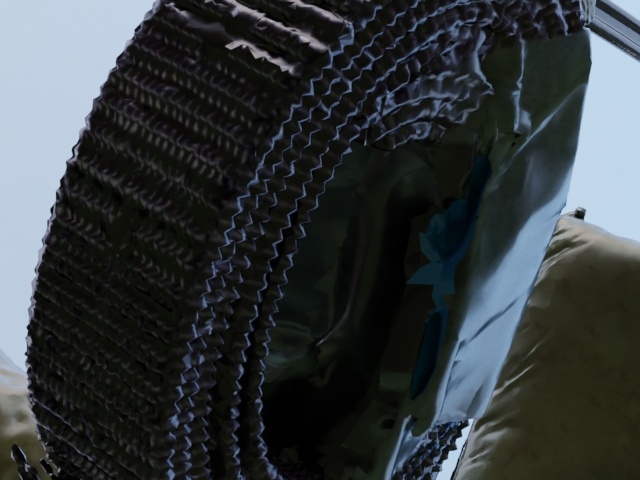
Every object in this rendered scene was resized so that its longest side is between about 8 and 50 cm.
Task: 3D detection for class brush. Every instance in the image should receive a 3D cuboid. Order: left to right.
[{"bbox_3d":[0.195,-0.133,1.131,0.027,0.266,0.062,4,-97,33],"label":"brush"}]

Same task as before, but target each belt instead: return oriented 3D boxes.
[{"bbox_3d":[0.000,0.000,0.791,0.122,0.260,0.324,29,-74,35],"label":"belt"}]

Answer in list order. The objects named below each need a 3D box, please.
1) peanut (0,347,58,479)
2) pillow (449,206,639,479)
[{"bbox_3d":[-0.265,0.100,1.177,0.313,0.149,0.149,49,-55,32],"label":"peanut"},{"bbox_3d":[0.196,0.122,1.220,0.185,0.302,0.075,16,-23,17],"label":"pillow"}]
